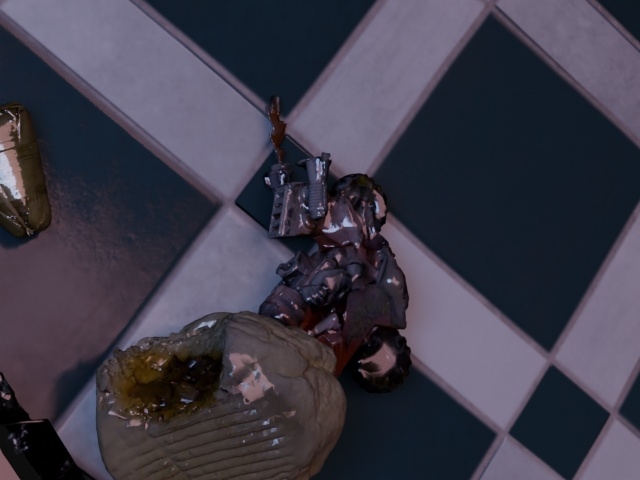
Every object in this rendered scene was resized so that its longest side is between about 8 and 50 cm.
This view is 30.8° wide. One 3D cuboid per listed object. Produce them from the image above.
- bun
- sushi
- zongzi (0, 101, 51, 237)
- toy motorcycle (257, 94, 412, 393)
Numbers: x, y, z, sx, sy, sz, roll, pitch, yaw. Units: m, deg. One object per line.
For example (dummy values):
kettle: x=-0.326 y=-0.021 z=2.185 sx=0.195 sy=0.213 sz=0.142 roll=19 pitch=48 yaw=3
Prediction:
bun: x=-0.106 y=0.192 z=1.341 sx=0.281 sy=0.281 sz=0.205 roll=37 pitch=31 yaw=-13
sushi: x=-0.398 y=0.236 z=1.201 sx=0.215 sy=0.227 sz=0.212 roll=-31 pitch=95 yaw=-24
zongzi: x=-0.407 y=-0.069 z=1.335 sx=0.176 sy=0.078 sz=0.160 roll=-13 pitch=87 yaw=-14
toy motorcycle: x=0.000 y=0.000 z=1.463 sx=0.207 sy=0.134 sz=0.401 roll=-4 pitch=84 yaw=-30
